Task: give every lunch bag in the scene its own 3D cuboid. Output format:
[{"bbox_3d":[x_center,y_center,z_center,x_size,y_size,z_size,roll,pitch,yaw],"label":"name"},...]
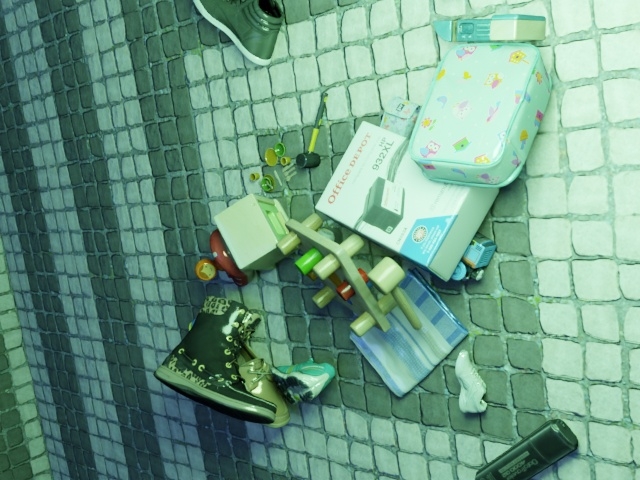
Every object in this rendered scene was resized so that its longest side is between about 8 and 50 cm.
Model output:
[{"bbox_3d":[0.175,-0.267,1.562,0.071,0.053,0.083,30,111,31],"label":"lunch bag"},{"bbox_3d":[0.295,-0.240,1.345,0.224,0.108,0.279,9,69,41],"label":"lunch bag"}]

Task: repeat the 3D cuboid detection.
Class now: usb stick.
[{"bbox_3d":[0.439,0.474,1.539,0.077,0.045,0.278,48,129,13],"label":"usb stick"}]

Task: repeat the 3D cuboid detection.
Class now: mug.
[{"bbox_3d":[0.000,0.002,1.792,0.078,0.062,0.064,33,115,23],"label":"mug"}]

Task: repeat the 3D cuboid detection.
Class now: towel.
[{"bbox_3d":[0.200,0.222,1.691,0.209,0.034,0.285,51,130,18],"label":"towel"}]

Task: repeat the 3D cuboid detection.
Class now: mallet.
[{"bbox_3d":[-0.006,-0.265,1.743,0.039,0.062,0.190,27,104,33],"label":"mallet"}]

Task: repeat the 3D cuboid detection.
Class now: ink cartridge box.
[{"bbox_3d":[0.176,-0.088,1.495,0.307,0.129,0.223,29,90,35],"label":"ink cartridge box"}]

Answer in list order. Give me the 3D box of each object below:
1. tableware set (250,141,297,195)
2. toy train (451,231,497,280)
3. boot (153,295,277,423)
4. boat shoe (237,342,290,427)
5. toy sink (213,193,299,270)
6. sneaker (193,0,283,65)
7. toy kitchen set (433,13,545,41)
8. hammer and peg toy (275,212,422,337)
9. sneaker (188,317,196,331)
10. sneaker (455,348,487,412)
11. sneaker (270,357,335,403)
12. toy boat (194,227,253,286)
[{"bbox_3d":[-0.131,-0.188,1.879,0.154,0.024,0.104,-30,81,43],"label":"tableware set"},{"bbox_3d":[0.282,0.009,1.530,0.184,0.080,0.105,37,115,32],"label":"toy train"},{"bbox_3d":[-0.243,0.321,1.957,0.377,0.284,0.138,14,153,28],"label":"boot"},{"bbox_3d":[-0.203,0.388,2.041,0.341,0.121,0.110,43,127,27],"label":"boat shoe"},{"bbox_3d":[-0.146,-0.019,1.849,0.131,0.234,0.153,-31,78,13],"label":"toy sink"},{"bbox_3d":[-0.199,-0.586,1.780,0.296,0.104,0.147,46,127,15],"label":"sneaker"},{"bbox_3d":[0.304,-0.459,1.341,0.207,0.122,0.166,12,110,39],"label":"toy kitchen set"},{"bbox_3d":[0.064,0.098,1.593,0.361,0.127,0.266,30,156,55],"label":"hammer and peg toy"},{"bbox_3d":[-0.332,0.327,2.177,0.082,0.069,0.209,-28,82,39],"label":"sneaker"},{"bbox_3d":[0.337,0.312,1.586,0.061,0.053,0.152,-2,107,33],"label":"sneaker"},{"bbox_3d":[-0.048,0.371,1.911,0.107,0.110,0.275,61,153,-8],"label":"sneaker"},{"bbox_3d":[-0.269,0.059,1.934,0.151,0.151,0.231,61,169,11],"label":"toy boat"}]
